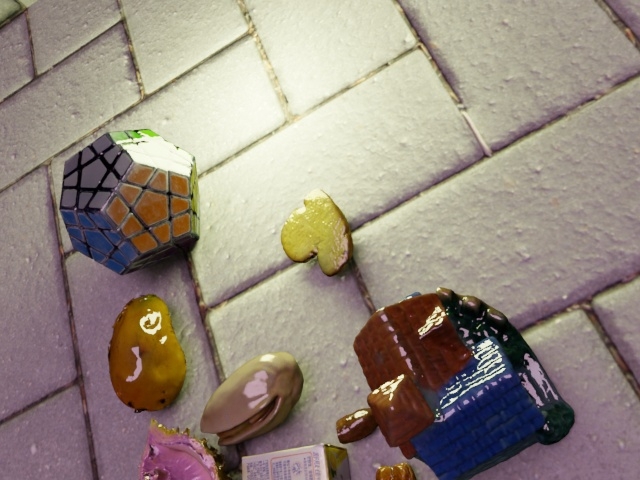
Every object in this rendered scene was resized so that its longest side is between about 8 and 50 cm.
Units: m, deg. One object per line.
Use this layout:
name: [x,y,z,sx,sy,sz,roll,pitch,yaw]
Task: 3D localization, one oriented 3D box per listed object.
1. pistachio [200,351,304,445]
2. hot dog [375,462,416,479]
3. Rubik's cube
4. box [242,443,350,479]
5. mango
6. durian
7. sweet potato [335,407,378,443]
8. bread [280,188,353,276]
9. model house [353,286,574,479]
pistachio: [-0.125,0.292,1.196,0.223,0.126,0.152,-43,23,8]
hot dog: [0.133,0.444,1.047,0.071,0.045,0.165,-18,62,16]
Rubik's cube: [-0.401,-0.085,1.405,0.319,0.319,0.264,5,44,27]
box: [-0.033,0.485,1.077,0.168,0.097,0.265,-17,62,18]
mango: [-0.354,0.225,1.332,0.156,0.151,0.249,-3,56,-10]
durian: [-0.237,0.499,1.169,0.191,0.112,0.341,-1,76,15]
sweet potato: [0.081,0.314,1.135,0.117,0.049,0.049,-26,59,1]
bread: [0.000,0.000,1.303,0.149,0.065,0.188,-39,60,18]
model house: [0.183,0.193,0.970,0.251,0.329,0.295,-33,60,13]
